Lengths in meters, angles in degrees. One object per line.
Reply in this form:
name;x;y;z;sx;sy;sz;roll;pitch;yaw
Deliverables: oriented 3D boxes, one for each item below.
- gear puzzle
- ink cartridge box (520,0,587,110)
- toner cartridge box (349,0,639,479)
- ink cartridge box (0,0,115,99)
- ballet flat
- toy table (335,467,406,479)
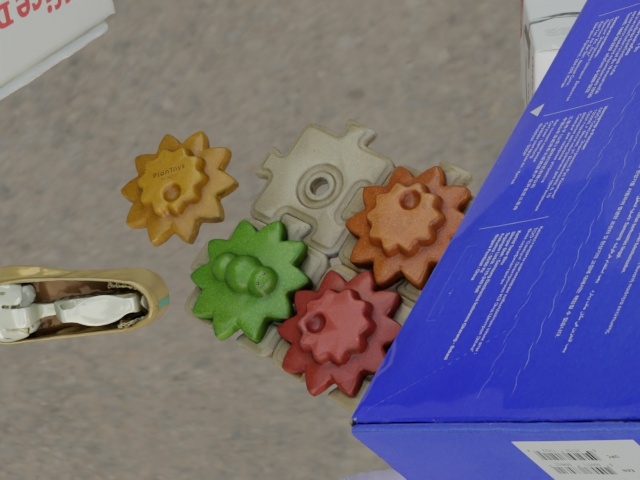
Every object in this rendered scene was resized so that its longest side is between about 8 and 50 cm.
gear puzzle;0.000;0.000;0.958;0.175;0.339;0.044;-56;147;-10
ink cartridge box;0.188;-0.133;1.164;0.056;0.135;0.099;-3;120;4
toner cartridge box;0.161;-0.043;0.623;0.075;0.165;0.347;44;62;-25
ink cartridge box;-0.302;-0.282;0.985;0.279;0.160;0.384;-49;134;-57
ballet flat;-0.266;0.063;1.467;0.232;0.073;0.080;-8;102;0
toy table;0.064;0.268;1.018;0.252;0.274;0.160;3;66;9
